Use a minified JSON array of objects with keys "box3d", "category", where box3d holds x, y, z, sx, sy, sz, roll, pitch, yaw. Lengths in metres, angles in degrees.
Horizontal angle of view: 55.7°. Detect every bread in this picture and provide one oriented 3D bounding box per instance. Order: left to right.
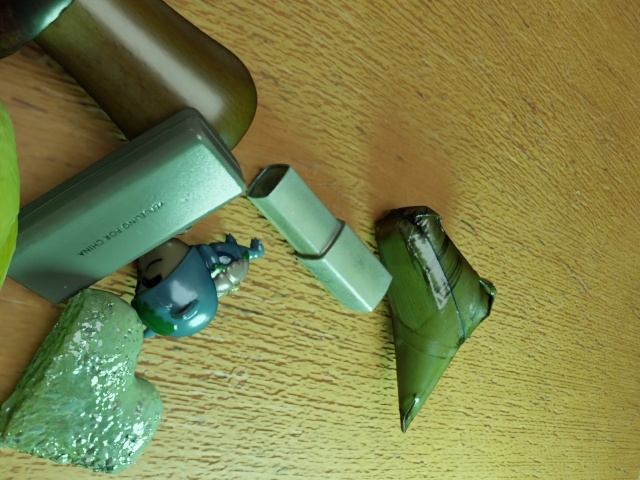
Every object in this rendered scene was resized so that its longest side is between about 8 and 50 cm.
[{"box3d":[-0.257,0.165,0.640,0.172,0.064,0.232,-15,118,-25],"category":"bread"}]

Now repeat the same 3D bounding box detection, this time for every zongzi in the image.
[{"box3d":[0.136,0.120,0.967,0.260,0.123,0.289,48,68,-28],"category":"zongzi"}]

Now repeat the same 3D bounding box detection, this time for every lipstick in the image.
[{"box3d":[0.000,0.000,0.860,0.253,0.079,0.077,47,67,-32],"category":"lipstick"}]

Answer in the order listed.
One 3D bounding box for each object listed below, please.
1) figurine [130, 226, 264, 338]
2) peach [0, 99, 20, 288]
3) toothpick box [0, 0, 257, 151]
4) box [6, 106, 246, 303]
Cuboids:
[{"box3d":[-0.156,0.027,0.720,0.178,0.114,0.145,-37,110,-45],"category":"figurine"},{"box3d":[-0.365,-0.003,0.401,0.281,0.315,0.314,23,87,-24],"category":"peach"},{"box3d":[-0.203,-0.200,0.598,0.294,0.192,0.192,43,67,-41],"category":"toothpick box"},{"box3d":[-0.199,-0.030,0.605,0.243,0.055,0.103,-30,139,6],"category":"box"}]
